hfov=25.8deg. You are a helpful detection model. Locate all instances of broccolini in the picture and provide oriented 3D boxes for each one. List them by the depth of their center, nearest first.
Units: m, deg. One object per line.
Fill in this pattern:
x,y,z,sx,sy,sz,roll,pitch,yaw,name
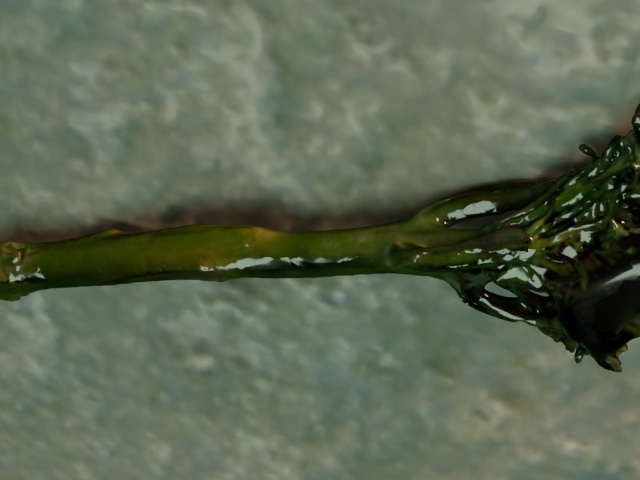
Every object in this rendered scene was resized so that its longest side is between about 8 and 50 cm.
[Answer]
0.003,0.002,0.437,0.254,0.071,0.057,-1,164,24,broccolini
